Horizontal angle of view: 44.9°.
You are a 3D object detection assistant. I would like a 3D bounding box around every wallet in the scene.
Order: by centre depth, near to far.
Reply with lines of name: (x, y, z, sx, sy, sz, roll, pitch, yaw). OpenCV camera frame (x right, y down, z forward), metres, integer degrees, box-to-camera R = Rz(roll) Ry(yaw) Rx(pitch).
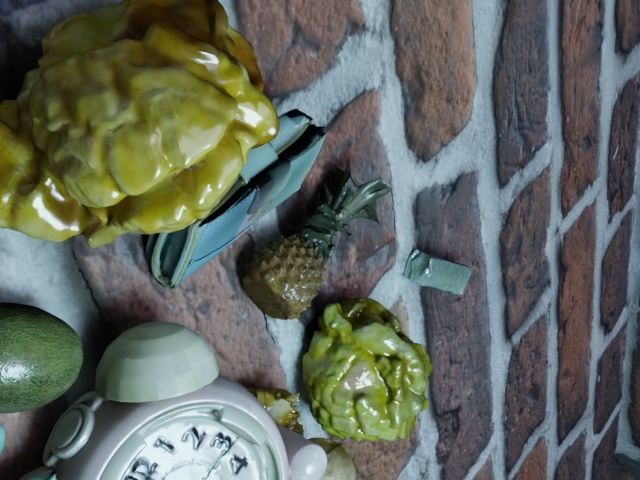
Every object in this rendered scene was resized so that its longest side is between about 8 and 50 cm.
wallet: (-0.105, -0.056, 0.999, 0.250, 0.075, 0.176, -41, 170, -37)

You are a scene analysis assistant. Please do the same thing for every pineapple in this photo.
pineapple: (0.000, 0.000, 1.177, 0.277, 0.119, 0.130, -50, 120, -31)

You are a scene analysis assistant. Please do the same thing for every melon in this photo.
melon: (-0.323, 0.120, 0.799, 0.167, 0.114, 0.114, 17, 91, -55)

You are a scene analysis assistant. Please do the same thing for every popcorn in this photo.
popcorn: (-0.190, -0.110, 0.768, 0.332, 0.265, 0.225, -28, 132, -22)
popcorn: (0.083, 0.222, 1.304, 0.259, 0.212, 0.259, -37, 138, -42)

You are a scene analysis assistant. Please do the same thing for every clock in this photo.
clock: (-0.192, 0.300, 0.960, 0.326, 0.184, 0.342, 43, 66, -35)

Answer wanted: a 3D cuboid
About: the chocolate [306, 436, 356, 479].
chocolate: (-0.063, 0.417, 1.101, 0.309, 0.134, 0.134, -57, 142, -8)

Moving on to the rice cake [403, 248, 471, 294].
rice cake: (0.238, 0.067, 1.558, 0.206, 0.063, 0.069, 13, 100, -53)

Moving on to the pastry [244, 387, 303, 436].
pastry: (-0.090, 0.335, 1.199, 0.154, 0.102, 0.250, 13, 96, -43)

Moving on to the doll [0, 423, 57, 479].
doll: (-0.345, 0.264, 0.794, 0.059, 0.159, 0.159, 19, 78, -79)
